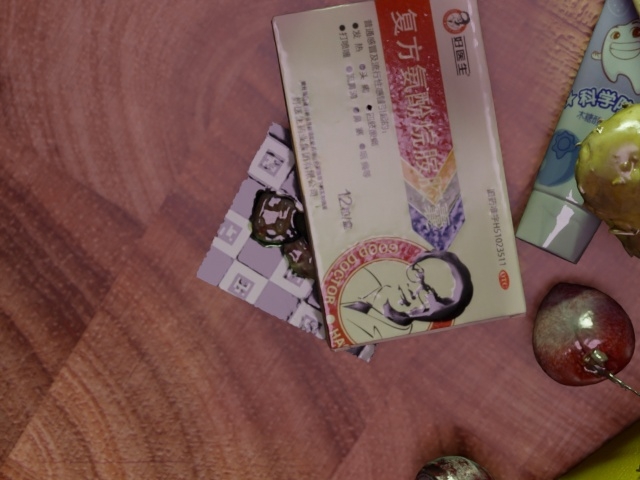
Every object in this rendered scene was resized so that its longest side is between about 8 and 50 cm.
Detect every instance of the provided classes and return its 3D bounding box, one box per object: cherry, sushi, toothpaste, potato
[{"bbox_3d":[0.285,0.137,1.137,0.107,0.090,0.225,-19,53,7],"label":"cherry"},{"bbox_3d":[0.000,0.000,1.208,0.215,0.050,0.192,27,90,-7],"label":"sushi"},{"bbox_3d":[0.314,-0.157,1.151,0.125,0.080,0.371,25,92,6],"label":"toothpaste"},{"bbox_3d":[0.389,-0.057,1.082,0.296,0.141,0.191,5,105,-15],"label":"potato"}]

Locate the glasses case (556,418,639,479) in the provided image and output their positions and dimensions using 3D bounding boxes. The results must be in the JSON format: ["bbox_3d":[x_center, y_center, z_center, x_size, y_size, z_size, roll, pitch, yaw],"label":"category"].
[{"bbox_3d":[0.401,0.249,1.137,0.371,0.173,0.141,-39,94,9],"label":"glasses case"}]

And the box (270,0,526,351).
[{"bbox_3d":[0.082,-0.076,1.156,0.214,0.069,0.353,-10,96,-5],"label":"box"}]

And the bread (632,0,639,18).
[{"bbox_3d":[0.354,-0.316,1.103,0.140,0.060,0.178,-19,83,0],"label":"bread"}]

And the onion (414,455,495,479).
[{"bbox_3d":[0.164,0.328,1.216,0.098,0.151,0.205,-16,110,-25],"label":"onion"}]
